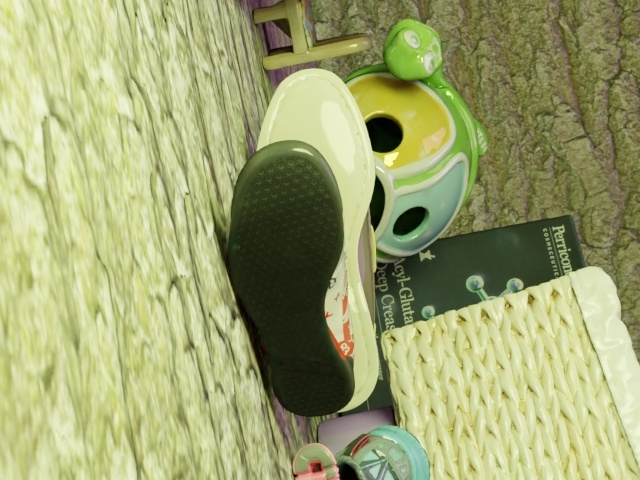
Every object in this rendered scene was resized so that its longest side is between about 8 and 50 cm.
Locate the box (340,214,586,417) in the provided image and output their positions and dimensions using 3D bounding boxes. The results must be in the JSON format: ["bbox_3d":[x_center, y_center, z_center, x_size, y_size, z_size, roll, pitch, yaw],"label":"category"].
[{"bbox_3d":[0.218,0.166,1.745,0.212,0.395,0.294,73,7,-62],"label":"box"}]

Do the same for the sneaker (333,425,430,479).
[{"bbox_3d":[0.036,0.313,1.097,0.125,0.104,0.262,1,86,-56],"label":"sneaker"}]

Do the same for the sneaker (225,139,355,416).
[{"bbox_3d":[-0.024,0.003,0.923,0.145,0.090,0.270,-98,179,-50],"label":"sneaker"}]

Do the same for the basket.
[{"bbox_3d":[0.234,0.253,1.310,0.328,0.266,0.331,71,8,-64],"label":"basket"}]

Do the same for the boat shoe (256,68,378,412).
[{"bbox_3d":[0.000,0.000,1.120,0.097,0.116,0.324,129,-46,-89],"label":"boat shoe"}]

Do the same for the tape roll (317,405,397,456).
[{"bbox_3d":[0.070,0.331,1.307,0.275,0.090,0.275,-13,90,-86],"label":"tape roll"}]

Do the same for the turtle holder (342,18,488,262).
[{"bbox_3d":[0.094,-0.108,1.480,0.243,0.320,0.227,50,33,-3],"label":"turtle holder"}]

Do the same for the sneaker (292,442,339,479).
[{"bbox_3d":[0.003,0.237,1.027,0.057,0.047,0.119,159,-78,-82],"label":"sneaker"}]

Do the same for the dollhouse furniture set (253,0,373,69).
[{"bbox_3d":[0.018,-0.412,1.432,0.394,0.256,0.362,-84,163,-77],"label":"dollhouse furniture set"}]
